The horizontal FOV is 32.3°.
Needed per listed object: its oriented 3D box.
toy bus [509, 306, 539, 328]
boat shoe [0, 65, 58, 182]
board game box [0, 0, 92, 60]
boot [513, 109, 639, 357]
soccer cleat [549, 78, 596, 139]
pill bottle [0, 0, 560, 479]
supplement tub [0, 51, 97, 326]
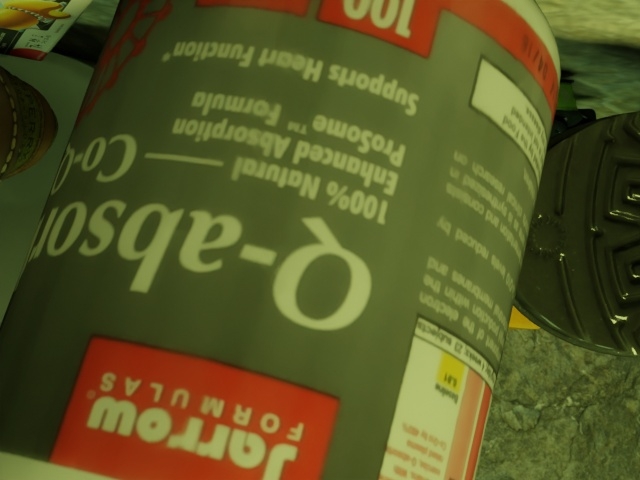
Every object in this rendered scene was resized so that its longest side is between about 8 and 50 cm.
[{"bbox_3d":[0.188,0.038,1.305,0.108,0.130,0.333,7,174,-13],"label":"toy bus"},{"bbox_3d":[-0.290,-0.058,0.613,0.307,0.110,0.104,8,-173,23],"label":"boat shoe"},{"bbox_3d":[-0.168,-0.139,0.404,0.193,0.053,0.305,9,173,-23],"label":"board game box"},{"bbox_3d":[0.219,-0.002,0.704,0.348,0.131,0.260,-5,178,-20],"label":"boot"},{"bbox_3d":[0.113,-0.083,0.671,0.072,0.060,0.179,-17,164,32],"label":"soccer cleat"},{"bbox_3d":[-0.031,0.057,0.474,0.210,0.363,0.210,14,162,5],"label":"pill bottle"},{"bbox_3d":[-0.192,-0.003,0.822,0.235,0.235,0.325,6,173,-2],"label":"supplement tub"}]
